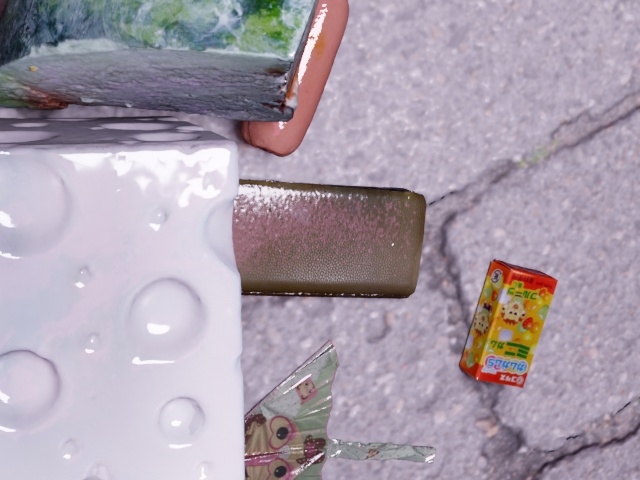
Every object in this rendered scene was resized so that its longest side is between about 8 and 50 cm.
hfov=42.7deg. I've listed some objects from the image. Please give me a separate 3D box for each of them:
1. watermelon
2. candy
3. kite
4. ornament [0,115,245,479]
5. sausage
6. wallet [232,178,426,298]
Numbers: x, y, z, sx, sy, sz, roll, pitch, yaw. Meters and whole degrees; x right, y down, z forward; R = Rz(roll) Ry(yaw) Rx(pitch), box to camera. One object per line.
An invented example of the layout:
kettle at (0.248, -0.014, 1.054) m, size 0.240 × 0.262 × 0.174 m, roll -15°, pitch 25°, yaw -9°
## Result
watermelon at (-0.091, -0.187, 0.619) m, size 0.213 × 0.319 × 0.290 m, roll 44°, pitch 46°, yaw -39°
candy at (0.193, 0.086, 0.842) m, size 0.062 × 0.038 × 0.122 m, roll 13°, pitch 98°, yaw -21°
kite at (0.005, 0.210, 0.822) m, size 0.250 × 0.012 × 0.229 m, roll 4°, pitch 102°, yaw -21°
ornament at (-0.198, 0.038, 0.589) m, size 0.239 × 0.239 × 0.240 m, roll -4°, pitch 103°, yaw -20°
sausage at (-0.022, -0.149, 0.702) m, size 0.062 × 0.062 × 0.154 m, roll 19°, pitch 95°, yaw -22°
wallet at (0.000, 0.000, 0.760) m, size 0.198 × 0.031 × 0.110 m, roll 2°, pitch 101°, yaw -19°
